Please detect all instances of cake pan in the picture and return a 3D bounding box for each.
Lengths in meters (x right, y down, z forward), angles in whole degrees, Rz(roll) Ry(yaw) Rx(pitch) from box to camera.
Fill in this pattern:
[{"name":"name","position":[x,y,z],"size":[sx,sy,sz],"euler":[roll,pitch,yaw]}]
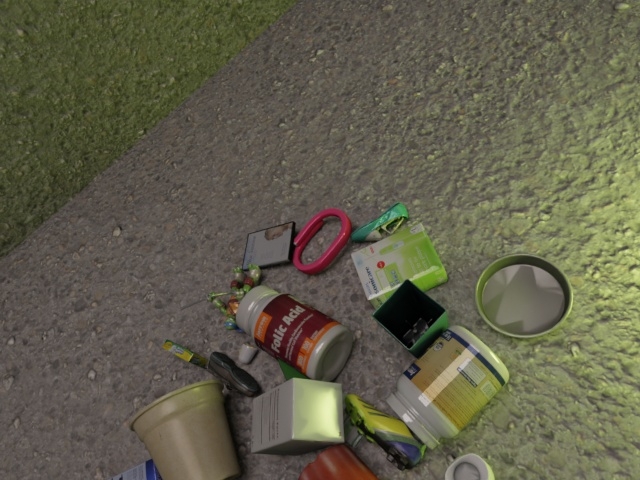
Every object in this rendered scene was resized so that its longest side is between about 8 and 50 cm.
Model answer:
[{"name":"cake pan","position":[0.651,0.181,1.558],"size":[0.293,0.054,0.293],"euler":[-11,58,18]}]

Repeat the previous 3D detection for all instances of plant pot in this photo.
[{"name":"plant pot","position":[-0.424,0.686,1.602],"size":[0.333,0.334,0.306],"euler":[-32,65,4]},{"name":"plant pot","position":[0.304,0.275,1.545],"size":[0.165,0.234,0.165],"euler":[-45,54,-7]},{"name":"plant pot","position":[0.081,0.752,1.364],"size":[0.272,0.272,0.265],"euler":[-45,46,-6]}]

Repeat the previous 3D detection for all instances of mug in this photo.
[{"name":"mug","position":[-0.280,0.432,1.830],"size":[0.062,0.078,0.064],"euler":[24,81,-1]}]

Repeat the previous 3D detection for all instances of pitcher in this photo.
[{"name":"pitcher","position":[0.380,0.656,1.305],"size":[0.177,0.207,0.126],"euler":[-28,54,7]}]

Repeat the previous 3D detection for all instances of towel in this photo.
[{"name":"towel","position":[0.090,0.588,1.587],"size":[0.152,0.023,0.113],"euler":[32,77,35]}]

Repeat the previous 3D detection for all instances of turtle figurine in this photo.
[{"name":"turtle figurine","position":[-0.357,0.196,1.886],"size":[0.274,0.198,0.266],"euler":[27,48,-8]}]

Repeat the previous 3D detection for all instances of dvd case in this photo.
[{"name":"dvd case","position":[-0.218,0.025,2.023],"size":[0.252,0.022,0.181],"euler":[-14,56,31]}]

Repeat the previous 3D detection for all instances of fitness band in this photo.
[{"name":"fitness band","position":[0.000,0.000,1.922],"size":[0.291,0.054,0.209],"euler":[-51,43,-3]}]

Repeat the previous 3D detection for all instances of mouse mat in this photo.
[{"name":"mouse mat","position":[-0.073,0.476,1.627],"size":[0.152,0.190,0.007],"euler":[24,56,32]}]

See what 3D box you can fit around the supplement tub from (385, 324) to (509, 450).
[{"name":"supplement tub","position":[0.370,0.433,1.427],"size":[0.316,0.228,0.228],"euler":[-43,54,-5]}]

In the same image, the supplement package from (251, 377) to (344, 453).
[{"name":"supplement package","position":[-0.077,0.555,1.500],"size":[0.293,0.177,0.176],"euler":[-41,41,47]}]

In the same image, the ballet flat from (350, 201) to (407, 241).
[{"name":"ballet flat","position":[0.233,-0.050,1.866],"size":[0.247,0.083,0.087],"euler":[-35,68,4]}]

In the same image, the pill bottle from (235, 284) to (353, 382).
[{"name":"pill bottle","position":[-0.101,0.321,1.703],"size":[0.392,0.224,0.224],"euler":[25,74,33]}]

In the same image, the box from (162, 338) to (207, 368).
[{"name":"box","position":[-0.524,0.449,1.889],"size":[0.179,0.105,0.043],"euler":[19,71,31]}]

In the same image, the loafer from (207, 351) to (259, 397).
[{"name":"loafer","position":[-0.328,0.512,1.789],"size":[0.267,0.096,0.084],"euler":[28,95,41]}]

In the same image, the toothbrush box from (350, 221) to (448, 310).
[{"name":"toothbrush box","position":[0.281,0.096,1.731],"size":[0.283,0.122,0.206],"euler":[-25,54,10]}]

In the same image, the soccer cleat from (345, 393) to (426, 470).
[{"name":"soccer cleat","position":[0.198,0.580,1.503],"size":[0.121,0.094,0.289],"euler":[-30,55,-34]}]

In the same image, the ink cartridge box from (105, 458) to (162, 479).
[{"name":"ink cartridge box","position":[-0.649,0.903,1.708],"size":[0.311,0.065,0.186],"euler":[-26,55,6]}]
